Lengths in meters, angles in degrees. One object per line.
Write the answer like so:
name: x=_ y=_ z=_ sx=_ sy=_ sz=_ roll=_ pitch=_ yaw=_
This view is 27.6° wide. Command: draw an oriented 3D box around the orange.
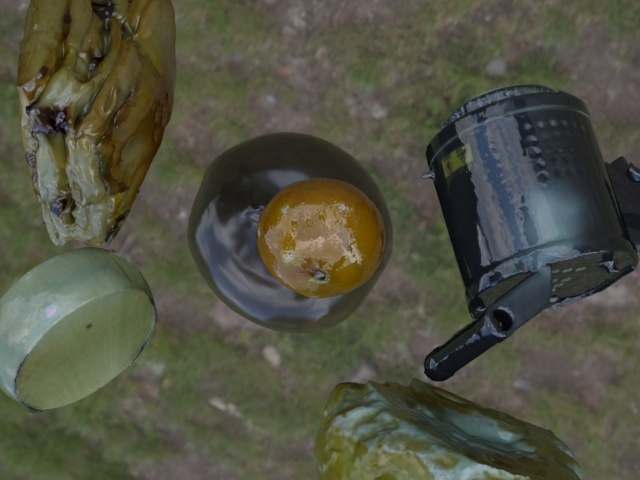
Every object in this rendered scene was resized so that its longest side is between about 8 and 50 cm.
orange: x=0.000 y=0.000 z=1.549 sx=0.156 sy=0.124 sz=0.156 roll=-1 pitch=142 yaw=0

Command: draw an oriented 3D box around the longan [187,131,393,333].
longan: x=-0.045 y=-0.015 z=1.866 sx=0.297 sy=0.297 sz=0.297 roll=15 pitch=138 yaw=13

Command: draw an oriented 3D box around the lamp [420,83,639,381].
lamp: x=0.232 y=-0.043 z=1.525 sx=0.272 sy=0.374 sz=0.205 roll=58 pitch=149 yaw=12

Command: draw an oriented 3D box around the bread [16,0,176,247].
bread: x=-0.261 y=-0.187 z=1.575 sx=0.167 sy=0.324 sz=0.277 roll=0 pitch=143 yaw=-1

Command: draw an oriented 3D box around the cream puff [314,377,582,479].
cream puff: x=0.149 y=0.340 z=1.536 sx=0.378 sy=0.378 sz=0.275 roll=23 pitch=99 yaw=3

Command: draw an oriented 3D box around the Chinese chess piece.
Chinese chess piece: x=-0.264 y=0.092 z=1.371 sx=0.083 sy=0.188 sz=0.188 roll=47 pitch=147 yaw=26
